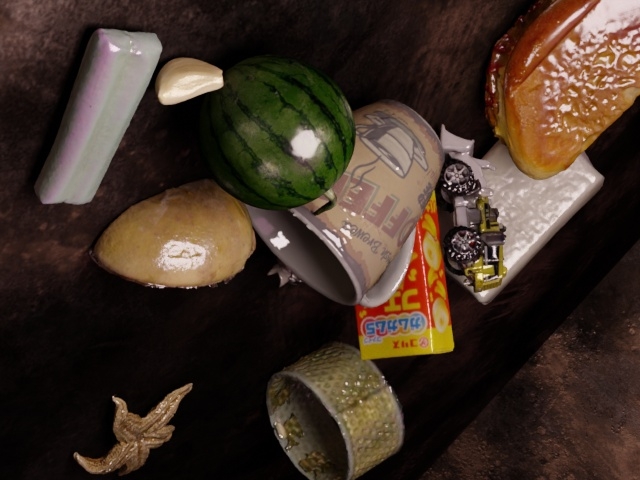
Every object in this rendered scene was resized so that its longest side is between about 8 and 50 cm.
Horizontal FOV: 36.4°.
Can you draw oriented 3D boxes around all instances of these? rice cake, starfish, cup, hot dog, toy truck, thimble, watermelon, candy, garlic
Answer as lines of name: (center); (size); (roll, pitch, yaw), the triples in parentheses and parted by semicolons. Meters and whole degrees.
rice cake: (-0.246, -0.129, 1.053); (0.080, 0.042, 0.222); (-12, 141, -52)
starfish: (-0.312, 0.329, 1.668); (0.235, 0.062, 0.277); (-36, 150, -31)
cup: (0.068, -0.043, 1.416); (0.257, 0.227, 0.301); (-43, 130, -17)
hot dog: (0.416, -0.302, 1.580); (0.405, 0.223, 0.185); (-48, -165, 22)
toy truck: (0.254, -0.054, 1.651); (0.111, 0.286, 0.136); (-6, 165, 5)
thimble: (0.026, 0.354, 1.953); (0.150, 0.271, 0.271); (-26, 149, -33)
watermelon: (-0.045, -0.119, 1.171); (0.188, 0.215, 0.188); (-39, -169, 9)
candy: (0.354, -0.064, 1.851); (0.359, 0.208, 0.145); (-46, 170, 5)
candy: (0.127, 0.054, 1.608); (0.146, 0.276, 0.088); (-8, 175, 32)
garlic: (-0.151, -0.181, 1.097); (0.083, 0.053, 0.041); (-17, 131, -21)

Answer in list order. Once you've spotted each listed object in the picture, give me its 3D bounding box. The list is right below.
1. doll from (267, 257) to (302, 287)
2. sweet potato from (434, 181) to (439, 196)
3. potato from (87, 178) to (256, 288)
doll: (0.000, 0.000, 1.568); (0.149, 0.095, 0.192); (-13, 138, -52)
sweet potato: (0.214, -0.109, 1.777); (0.182, 0.054, 0.053); (-19, 155, -47)
potato: (-0.160, -0.013, 1.283); (0.261, 0.120, 0.100); (-14, 135, -49)
